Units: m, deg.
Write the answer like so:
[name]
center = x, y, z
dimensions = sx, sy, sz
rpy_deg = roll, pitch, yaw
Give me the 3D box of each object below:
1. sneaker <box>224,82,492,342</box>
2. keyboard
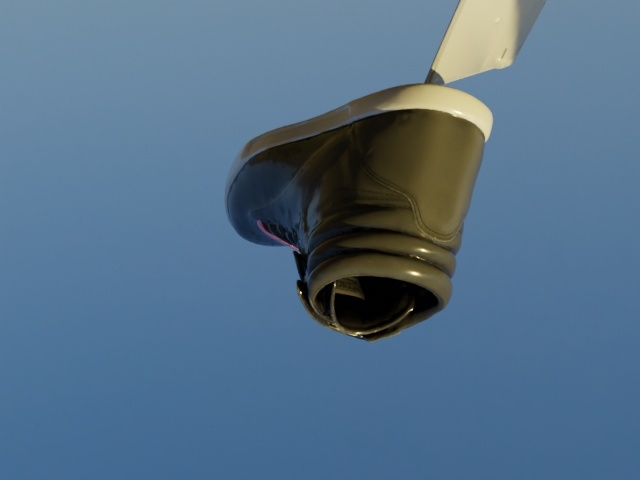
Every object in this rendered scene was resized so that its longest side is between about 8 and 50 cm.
[sneaker]
center = 0.000, 0.000, 0.844
dimensions = 0.105, 0.146, 0.296
rpy_deg = 23, 158, -26
[keyboard]
center = 0.127, -0.183, 0.715
dimensions = 0.072, 0.256, 0.014
rpy_deg = -15, -119, -24
